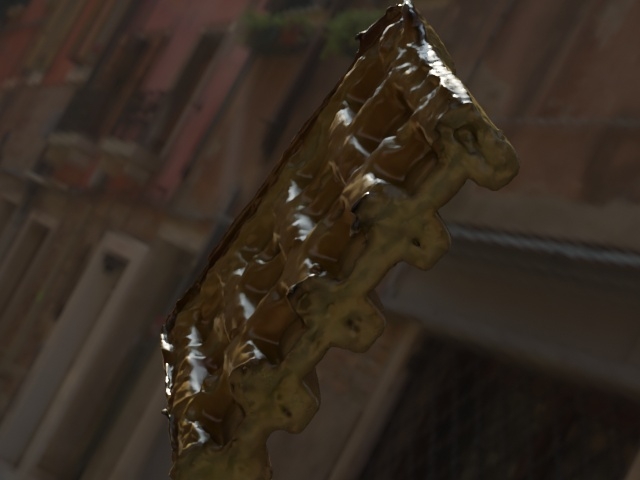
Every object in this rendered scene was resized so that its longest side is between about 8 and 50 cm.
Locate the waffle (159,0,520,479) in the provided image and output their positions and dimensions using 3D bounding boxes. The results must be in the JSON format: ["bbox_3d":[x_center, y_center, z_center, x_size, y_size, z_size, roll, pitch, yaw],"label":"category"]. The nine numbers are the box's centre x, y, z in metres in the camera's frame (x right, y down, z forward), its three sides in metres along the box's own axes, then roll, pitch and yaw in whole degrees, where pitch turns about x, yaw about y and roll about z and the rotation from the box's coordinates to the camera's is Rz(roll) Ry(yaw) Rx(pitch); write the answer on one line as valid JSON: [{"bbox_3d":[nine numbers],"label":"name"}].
[{"bbox_3d":[-0.001,0.000,1.195,0.077,0.348,0.304,33,14,-17],"label":"waffle"}]
